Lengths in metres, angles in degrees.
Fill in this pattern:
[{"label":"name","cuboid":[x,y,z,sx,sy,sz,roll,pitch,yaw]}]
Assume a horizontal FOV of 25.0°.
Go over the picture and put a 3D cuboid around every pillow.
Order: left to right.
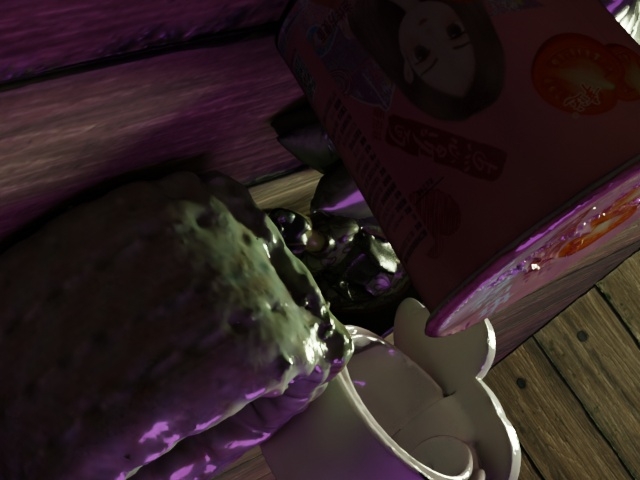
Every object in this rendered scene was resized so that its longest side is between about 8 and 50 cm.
[{"label":"pillow","cuboid":[0.129,-0.130,1.192,0.326,0.101,0.228,-34,170,9]}]

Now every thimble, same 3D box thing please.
[{"label":"thimble","cuboid":[-0.135,0.087,1.107,0.291,0.195,0.291,-33,168,-8]}]

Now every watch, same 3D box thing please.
[{"label":"watch","cuboid":[0.054,0.155,1.282,0.211,0.248,0.217,-43,142,20]}]

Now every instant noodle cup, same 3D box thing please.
[{"label":"instant noodle cup","cuboid":[0.111,-0.092,0.978,0.243,0.231,0.243,-31,167,-8]}]

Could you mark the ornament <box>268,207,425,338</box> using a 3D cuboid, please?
[{"label":"ornament","cuboid":[0.000,0.000,1.395,0.166,0.153,0.196,-39,142,18]}]
